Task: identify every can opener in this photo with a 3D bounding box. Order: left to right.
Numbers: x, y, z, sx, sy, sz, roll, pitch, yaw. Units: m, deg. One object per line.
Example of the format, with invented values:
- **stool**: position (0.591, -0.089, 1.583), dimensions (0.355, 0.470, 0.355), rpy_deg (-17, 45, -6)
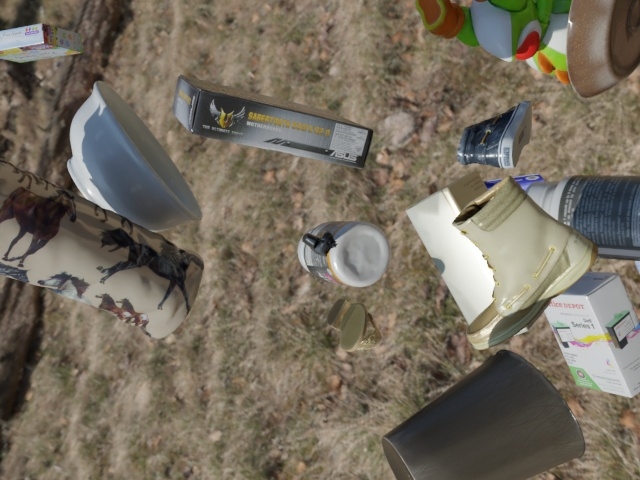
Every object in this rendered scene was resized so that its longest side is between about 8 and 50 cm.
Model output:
- **can opener**: position (0.000, 0.000, 1.690), dimensions (0.059, 0.073, 0.186), rpy_deg (-50, 0, -1)

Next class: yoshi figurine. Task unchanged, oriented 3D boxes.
- **yoshi figurine**: position (0.354, -0.407, 1.298), dimensions (0.203, 0.362, 0.203), rpy_deg (42, 115, 58)

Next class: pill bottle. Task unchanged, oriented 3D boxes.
- **pill bottle**: position (0.050, 0.030, 1.886), dimensions (0.162, 0.162, 0.278), rpy_deg (-58, 19, -11)
- **pill bottle**: position (0.543, -0.046, 1.427), dimensions (0.283, 0.161, 0.161), rpy_deg (6, 63, 41)

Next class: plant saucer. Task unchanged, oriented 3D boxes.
- **plant saucer**: position (0.335, -0.254, 0.821), dimensions (0.036, 0.198, 0.199), rpy_deg (23, 76, 39)

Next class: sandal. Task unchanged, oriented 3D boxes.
- **sandal**: position (0.080, 0.168, 1.410), dimensions (0.088, 0.079, 0.240), rpy_deg (-61, 13, 0)

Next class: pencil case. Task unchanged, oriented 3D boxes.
- **pencil case**: position (-0.370, 0.026, 1.141), dimensions (0.183, 0.410, 0.160), rpy_deg (-25, 51, 34)

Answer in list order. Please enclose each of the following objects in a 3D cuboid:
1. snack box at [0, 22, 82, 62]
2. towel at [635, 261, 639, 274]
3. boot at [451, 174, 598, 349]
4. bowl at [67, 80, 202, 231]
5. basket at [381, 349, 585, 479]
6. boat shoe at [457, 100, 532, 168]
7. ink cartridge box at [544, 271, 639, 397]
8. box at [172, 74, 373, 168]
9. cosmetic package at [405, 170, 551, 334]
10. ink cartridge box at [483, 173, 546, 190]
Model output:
- **snack box**: position (-0.503, -0.341, 1.287), dimensions (0.141, 0.100, 0.037), rpy_deg (-2, 95, 21)
- **towel**: position (0.769, 0.075, 1.555), dimensions (0.209, 0.034, 0.285), rpy_deg (-30, 77, 55)
- **boot**: position (0.282, 0.040, 1.201), dimensions (0.262, 0.203, 0.095), rpy_deg (-47, 9, 28)
- **bowl**: position (-0.348, -0.122, 1.310), dimensions (0.134, 0.298, 0.298), rpy_deg (-36, 39, 0)
- **basket**: position (0.213, 0.280, 1.045), dimensions (0.227, 0.154, 0.204), rpy_deg (-25, 27, -12)
- **boat shoe**: position (0.262, -0.163, 1.102), dimensions (0.083, 0.065, 0.183), rpy_deg (5, 30, 25)
- **ink cartridge box**: position (0.682, 0.225, 1.828), dimensions (0.117, 0.278, 0.201), rpy_deg (-28, 7, -18)
- **box**: position (-0.069, -0.159, 0.984), dimensions (0.183, 0.231, 0.056), rpy_deg (-134, 57, -65)
- **cosmetic package**: position (0.313, 0.033, 1.462), dimensions (0.113, 0.309, 0.160), rpy_deg (-31, 0, 37)
- **ink cartridge box**: position (0.589, -0.115, 2.150), dimensions (0.175, 0.371, 0.069), rpy_deg (-7, 76, 28)
